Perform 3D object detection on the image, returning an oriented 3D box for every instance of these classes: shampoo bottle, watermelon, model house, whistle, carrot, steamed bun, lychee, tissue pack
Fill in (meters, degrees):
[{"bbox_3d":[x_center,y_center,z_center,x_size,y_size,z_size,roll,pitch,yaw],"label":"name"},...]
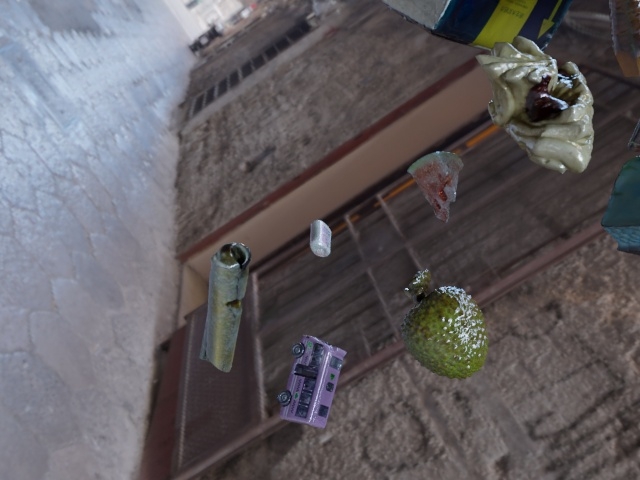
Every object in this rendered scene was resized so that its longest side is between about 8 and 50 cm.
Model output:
[{"bbox_3d":[0.000,0.000,1.883,0.072,0.043,0.099,46,33,-38],"label":"shampoo bottle"},{"bbox_3d":[0.267,-0.137,1.534,0.121,0.158,0.098,23,-27,-16],"label":"watermelon"},{"bbox_3d":[0.828,-0.056,1.506,0.241,0.226,0.261,43,-25,-26],"label":"model house"},{"bbox_3d":[-0.176,0.132,1.221,0.057,0.068,0.326,-70,177,-45],"label":"whistle"},{"bbox_3d":[0.448,-0.399,0.973,0.066,0.066,0.314,-103,-179,-75],"label":"carrot"},{"bbox_3d":[0.448,-0.313,1.404,0.428,0.247,0.189,-60,152,-55],"label":"steamed bun"},{"bbox_3d":[0.370,0.264,2.023,0.320,0.270,0.270,40,6,-3],"label":"lychee"},{"bbox_3d":[0.402,-0.634,1.693,0.416,0.253,0.264,0,38,-36],"label":"tissue pack"}]

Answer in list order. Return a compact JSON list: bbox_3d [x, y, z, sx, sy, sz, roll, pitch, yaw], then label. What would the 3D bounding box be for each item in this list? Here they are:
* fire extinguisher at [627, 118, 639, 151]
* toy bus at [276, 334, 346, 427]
[{"bbox_3d":[0.922,-0.330,1.902,0.043,0.064,0.158,-123,-147,-46],"label":"fire extinguisher"},{"bbox_3d":[-0.018,0.324,1.541,0.108,0.199,0.096,6,-18,32],"label":"toy bus"}]
